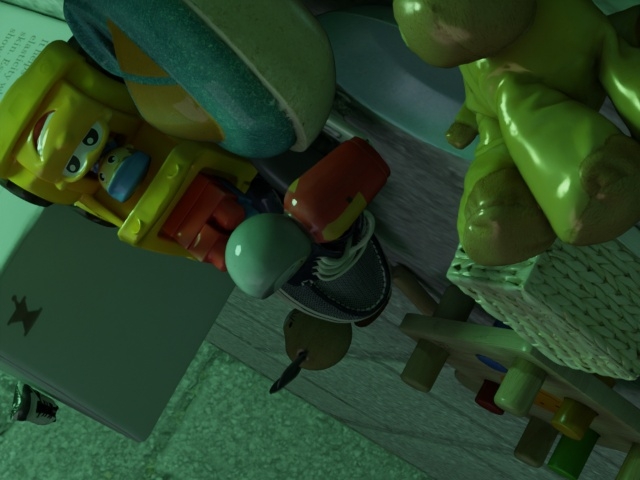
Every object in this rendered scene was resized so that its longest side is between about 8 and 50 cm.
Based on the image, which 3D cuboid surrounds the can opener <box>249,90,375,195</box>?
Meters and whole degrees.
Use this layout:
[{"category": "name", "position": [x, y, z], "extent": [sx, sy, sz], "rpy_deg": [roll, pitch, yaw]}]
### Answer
[{"category": "can opener", "position": [-0.078, -0.131, 1.218], "extent": [0.280, 0.093, 0.074], "rpy_deg": [35, 169, -2]}]

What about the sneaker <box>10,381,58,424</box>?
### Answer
[{"category": "sneaker", "position": [-0.291, 0.169, 1.487], "extent": [0.044, 0.040, 0.109], "rpy_deg": [12, 172, -2]}]

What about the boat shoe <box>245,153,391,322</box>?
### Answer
[{"category": "boat shoe", "position": [0.000, 0.000, 1.450], "extent": [0.158, 0.127, 0.340], "rpy_deg": [28, 170, 47]}]

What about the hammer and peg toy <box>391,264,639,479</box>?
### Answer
[{"category": "hammer and peg toy", "position": [0.208, 0.155, 1.610], "extent": [0.266, 0.127, 0.361], "rpy_deg": [35, 167, -25]}]

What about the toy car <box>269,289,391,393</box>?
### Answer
[{"category": "toy car", "position": [-0.015, 0.097, 1.742], "extent": [0.149, 0.188, 0.155], "rpy_deg": [29, 168, 2]}]

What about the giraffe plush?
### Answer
[{"category": "giraffe plush", "position": [0.103, -0.116, 0.761], "extent": [0.170, 0.181, 0.210], "rpy_deg": [49, -166, -31]}]

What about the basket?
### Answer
[{"category": "basket", "position": [0.198, 0.029, 1.180], "extent": [0.167, 0.103, 0.113], "rpy_deg": [37, 165, -29]}]

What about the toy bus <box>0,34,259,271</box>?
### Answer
[{"category": "toy bus", "position": [-0.149, -0.055, 1.248], "extent": [0.211, 0.149, 0.220], "rpy_deg": [41, -169, 24]}]

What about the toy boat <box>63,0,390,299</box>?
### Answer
[{"category": "toy boat", "position": [-0.068, -0.092, 1.045], "extent": [0.267, 0.148, 0.318], "rpy_deg": [37, 168, 49]}]

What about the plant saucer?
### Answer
[{"category": "plant saucer", "position": [0.081, -0.116, 1.017], "extent": [0.195, 0.037, 0.195], "rpy_deg": [27, 168, 6]}]

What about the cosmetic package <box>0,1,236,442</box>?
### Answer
[{"category": "cosmetic package", "position": [-0.327, -0.038, 1.577], "extent": [0.394, 0.329, 0.327], "rpy_deg": [22, 165, 34]}]
